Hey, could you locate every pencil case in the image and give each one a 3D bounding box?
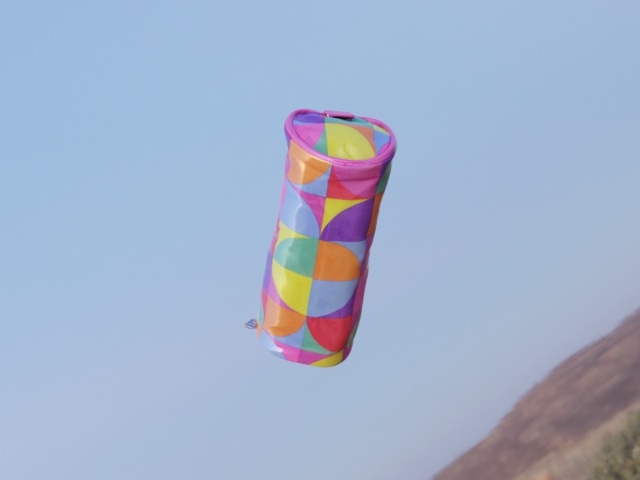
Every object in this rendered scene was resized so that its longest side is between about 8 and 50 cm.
[{"bbox_3d":[0.000,0.000,0.947,0.104,0.104,0.236,-25,-40,-39],"label":"pencil case"}]
